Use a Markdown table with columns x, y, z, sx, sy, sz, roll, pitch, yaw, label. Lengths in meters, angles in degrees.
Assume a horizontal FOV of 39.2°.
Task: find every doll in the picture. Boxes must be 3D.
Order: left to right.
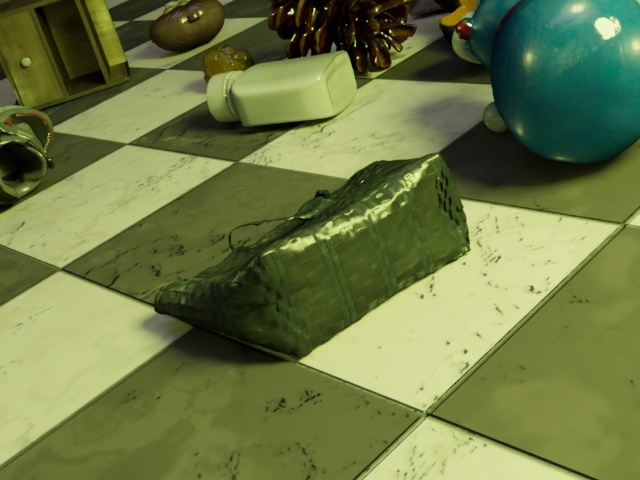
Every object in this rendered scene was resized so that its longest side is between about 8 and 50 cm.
| x | y | z | sx | sy | sz | roll | pitch | yaw | label |
| --- | --- | --- | --- | --- | --- | --- | --- | --- | --- |
| -0.259 | -0.395 | 1.646 | 0.188 | 0.096 | 0.145 | -3 | 21 | 47 | doll |
| 0.219 | -0.173 | 0.837 | 0.161 | 0.215 | 0.257 | -2 | 37 | -15 | doll |

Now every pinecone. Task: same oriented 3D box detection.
| x | y | z | sx | sy | sz | roll | pitch | yaw | label |
| --- | --- | --- | --- | --- | --- | --- | --- | --- | --- |
| 0.034 | -0.312 | 1.207 | 0.208 | 0.207 | 0.208 | -14 | 27 | 7 | pinecone |

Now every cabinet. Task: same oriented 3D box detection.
| x | y | z | sx | sy | sz | roll | pitch | yaw | label |
| --- | --- | --- | --- | --- | --- | --- | --- | --- | --- |
| -0.463 | -0.338 | 1.562 | 0.215 | 0.175 | 0.148 | -19 | 26 | -5 | cabinet |

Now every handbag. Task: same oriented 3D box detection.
| x | y | z | sx | sy | sz | roll | pitch | yaw | label |
| --- | --- | --- | --- | --- | --- | --- | --- | --- | --- |
| 0.000 | 0.000 | 0.752 | 0.270 | 0.088 | 0.175 | -31 | 21 | -24 | handbag |

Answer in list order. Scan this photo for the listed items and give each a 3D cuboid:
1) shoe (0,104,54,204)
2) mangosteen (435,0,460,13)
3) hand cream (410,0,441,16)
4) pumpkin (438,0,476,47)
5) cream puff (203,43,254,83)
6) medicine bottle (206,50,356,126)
| x | y | z | sx | sy | sz | roll | pitch | yaw | label |
| --- | --- | --- | --- | --- | --- | --- | --- | --- | --- |
| -0.401 | -0.116 | 1.175 | 0.125 | 0.099 | 0.227 | -12 | 31 | 28 | shoe |
| 0.230 | -0.407 | 1.245 | 0.210 | 0.210 | 0.210 | -14 | 27 | 7 | mangosteen |
| 0.196 | -0.414 | 1.465 | 0.067 | 0.043 | 0.209 | -8 | 33 | 23 | hand cream |
| 0.222 | -0.276 | 1.105 | 0.119 | 0.107 | 0.183 | -8 | 36 | 34 | pumpkin |
| -0.137 | -0.255 | 1.343 | 0.083 | 0.083 | 0.058 | -17 | -17 | 27 | cream puff |
| -0.053 | -0.192 | 1.151 | 0.183 | 0.069 | 0.119 | -1 | 32 | 27 | medicine bottle |
